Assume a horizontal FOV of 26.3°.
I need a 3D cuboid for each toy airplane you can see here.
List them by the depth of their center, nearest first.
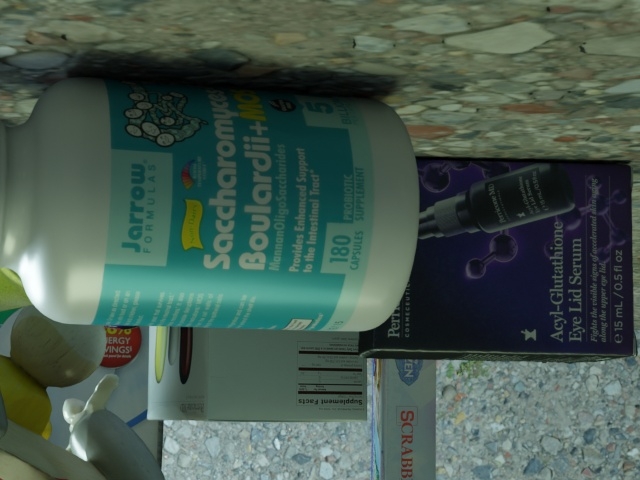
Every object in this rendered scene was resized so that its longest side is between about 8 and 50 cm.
[{"bbox_3d":[-0.256,0.178,1.206,0.384,0.272,0.386,29,164,-17],"label":"toy airplane"}]

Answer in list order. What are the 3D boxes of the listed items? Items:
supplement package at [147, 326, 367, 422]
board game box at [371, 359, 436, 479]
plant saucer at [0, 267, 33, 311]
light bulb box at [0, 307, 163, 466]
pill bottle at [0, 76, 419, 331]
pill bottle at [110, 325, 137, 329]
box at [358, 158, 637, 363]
[{"bbox_3d":[-0.062,0.063,1.242,0.149,0.203,0.194,3,172,-22],"label":"supplement package"},{"bbox_3d":[0.107,0.195,1.815,0.066,0.318,0.318,1,172,-1],"label":"board game box"},{"bbox_3d":[-0.189,0.003,1.050,0.188,0.045,0.188,-30,-170,-30],"label":"plant saucer"},{"bbox_3d":[-0.364,0.190,1.629,0.358,0.361,0.225,1,171,-7],"label":"light bulb box"},{"bbox_3d":[-0.085,-0.020,0.817,0.264,0.146,0.146,2,172,-17],"label":"pill bottle"},{"bbox_3d":[-0.208,0.036,1.406,0.108,0.108,0.193,0,172,0],"label":"pill bottle"},{"bbox_3d":[0.135,0.019,1.087,0.207,0.153,0.108,0,172,-5],"label":"box"}]
